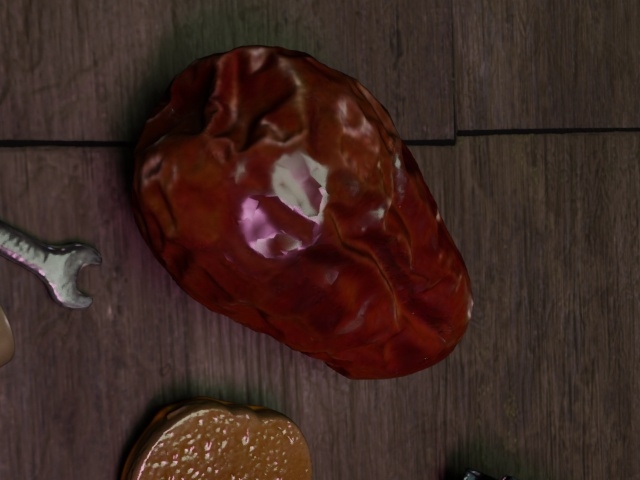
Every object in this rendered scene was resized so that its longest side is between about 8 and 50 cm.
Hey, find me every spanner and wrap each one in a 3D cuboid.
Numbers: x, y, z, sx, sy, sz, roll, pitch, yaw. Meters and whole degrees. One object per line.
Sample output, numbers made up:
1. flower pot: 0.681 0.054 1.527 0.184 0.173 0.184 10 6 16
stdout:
1. spanner: -0.267 -0.021 0.667 0.254 0.015 0.054 34 74 -32

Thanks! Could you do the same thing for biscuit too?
1. biscuit: -0.093 0.214 0.783 0.170 0.050 0.170 -5 99 -28

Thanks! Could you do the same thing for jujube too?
1. jujube: 0.000 0.000 0.764 0.342 0.216 0.216 44 67 -42

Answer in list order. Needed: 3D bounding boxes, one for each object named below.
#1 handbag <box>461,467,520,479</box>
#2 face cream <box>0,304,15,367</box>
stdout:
1. handbag: 0.201 0.397 0.977 0.274 0.100 0.268 28 79 -32
2. face cream: -0.355 0.121 0.553 0.341 0.137 0.084 -31 138 -35
